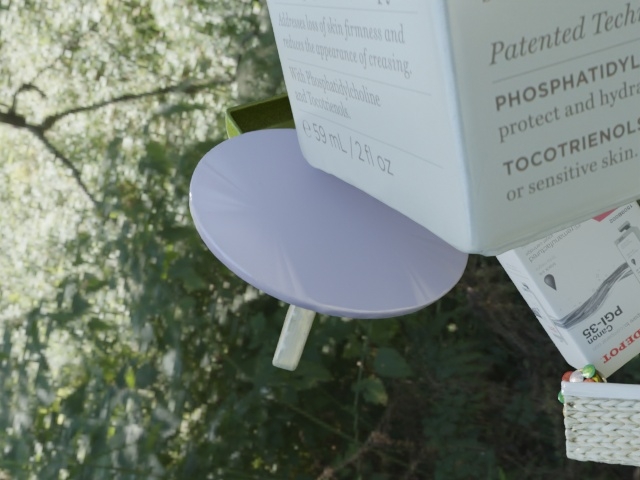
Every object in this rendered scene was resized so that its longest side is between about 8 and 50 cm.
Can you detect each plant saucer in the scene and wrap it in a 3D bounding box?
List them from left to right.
[{"bbox_3d":[-0.026,-0.093,1.062,0.045,0.188,0.188,-37,-5,36],"label":"plant saucer"}]

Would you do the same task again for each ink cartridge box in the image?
[{"bbox_3d":[0.424,0.044,1.319,0.207,0.283,0.117,-37,12,-3],"label":"ink cartridge box"}]

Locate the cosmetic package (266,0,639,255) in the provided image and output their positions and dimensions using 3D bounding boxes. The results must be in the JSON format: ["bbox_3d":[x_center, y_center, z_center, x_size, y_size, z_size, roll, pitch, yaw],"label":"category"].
[{"bbox_3d":[0.143,-0.256,0.631,0.329,0.328,0.393,-143,37,-63],"label":"cosmetic package"}]

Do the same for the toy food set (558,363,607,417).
[{"bbox_3d":[0.396,0.229,1.269,0.083,0.020,0.082,-42,40,34],"label":"toy food set"}]

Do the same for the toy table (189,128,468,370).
[{"bbox_3d":[0.000,0.000,0.879,0.252,0.274,0.161,-62,0,-20],"label":"toy table"}]

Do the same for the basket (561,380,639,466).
[{"bbox_3d":[0.408,0.241,1.106,0.167,0.113,0.103,0,79,26],"label":"basket"}]
